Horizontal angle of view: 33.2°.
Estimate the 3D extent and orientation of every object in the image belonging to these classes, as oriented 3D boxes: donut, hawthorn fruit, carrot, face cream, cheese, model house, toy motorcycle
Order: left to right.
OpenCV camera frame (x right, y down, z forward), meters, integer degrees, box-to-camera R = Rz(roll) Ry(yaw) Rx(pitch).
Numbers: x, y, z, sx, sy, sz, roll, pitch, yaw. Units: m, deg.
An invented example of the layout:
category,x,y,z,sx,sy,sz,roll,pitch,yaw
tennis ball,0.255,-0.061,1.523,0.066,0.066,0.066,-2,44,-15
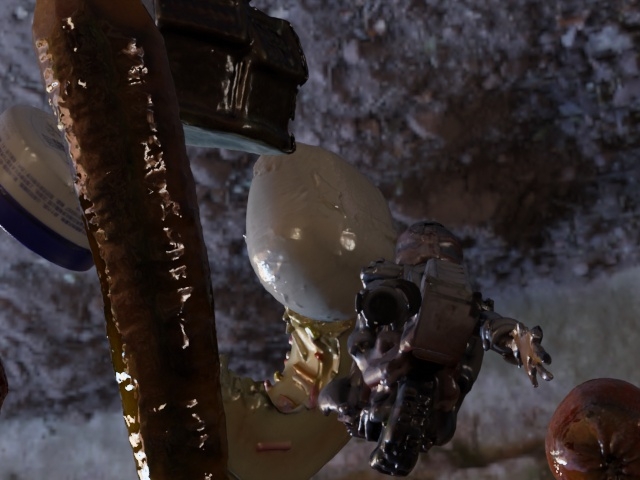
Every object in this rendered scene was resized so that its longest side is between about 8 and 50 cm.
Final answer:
category,x,y,z,sx,sy,sz,roll,pitch,yaw
face cream,-0.325,-0.068,1.312,0.111,0.206,0.206,-46,142,10
carrot,-0.086,0.016,0.533,0.066,0.314,0.066,-12,175,-1
model house,-0.093,-0.154,0.872,0.165,0.152,0.106,11,-179,-20
donut,-0.056,0.189,1.486,0.150,0.371,0.307,20,138,44
cheese,0.000,0.000,1.259,0.154,0.189,0.198,-36,131,25
toy motorcycle,0.082,0.081,0.844,0.134,0.207,0.401,18,178,0
hawthorn fruit,0.377,0.264,1.404,0.173,0.172,0.173,-1,156,-1

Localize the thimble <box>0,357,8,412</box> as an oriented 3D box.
category,x,y,z,sx,sy,sz,roll,pitch,yaw
thimble,-0.283,0.086,0.619,0.189,0.125,0.163,-38,167,17
